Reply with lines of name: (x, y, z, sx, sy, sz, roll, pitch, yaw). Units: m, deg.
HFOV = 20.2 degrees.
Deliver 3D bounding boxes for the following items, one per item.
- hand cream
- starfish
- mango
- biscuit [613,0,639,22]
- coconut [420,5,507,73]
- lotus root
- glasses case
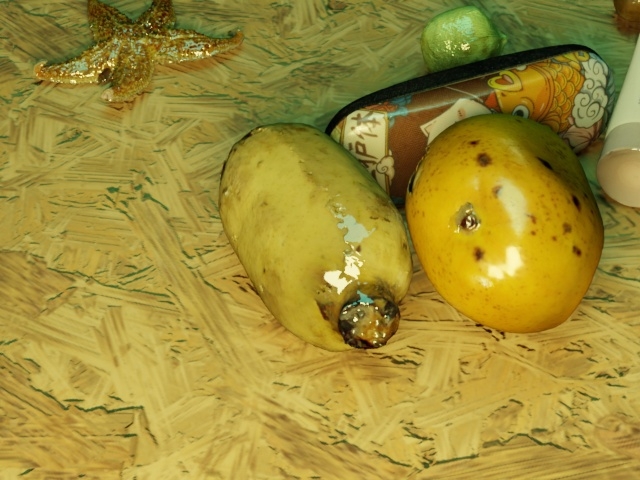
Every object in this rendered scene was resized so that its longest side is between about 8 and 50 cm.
hand cream: (0.356, -0.146, 1.892, 0.083, 0.133, 0.248, -20, 29, 40)
starfish: (-0.206, -0.224, 2.036, 0.240, 0.043, 0.227, -5, 44, -7)
mango: (0.176, -0.031, 1.708, 0.191, 0.160, 0.290, 36, 29, -4)
biscuit: (0.488, -0.287, 2.083, 0.278, 0.043, 0.301, -32, 52, -32)
coconut: (0.159, -0.215, 1.982, 0.096, 0.088, 0.088, -11, 43, 0)
lotus root: (0.000, 0.000, 1.699, 0.146, 0.160, 0.284, -12, 40, -19)
glasses case: (0.153, -0.117, 1.847, 0.321, 0.122, 0.082, -16, 44, -15)
